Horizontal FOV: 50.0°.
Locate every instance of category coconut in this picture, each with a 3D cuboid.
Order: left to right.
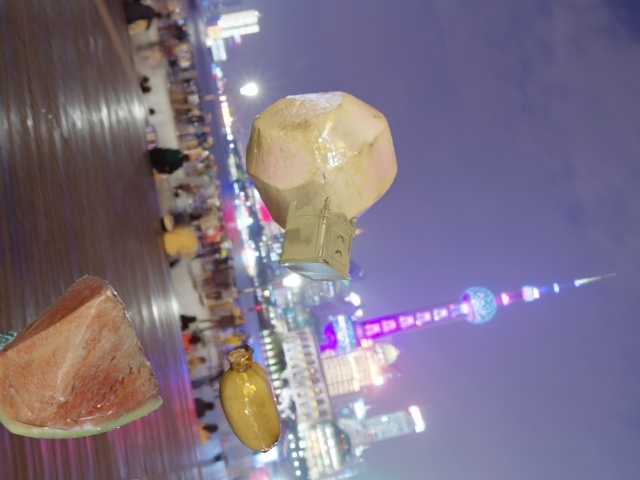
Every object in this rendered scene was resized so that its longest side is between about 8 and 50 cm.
[{"bbox_3d":[0.009,-0.110,1.039,0.197,0.237,0.236,38,-36,50],"label":"coconut"}]

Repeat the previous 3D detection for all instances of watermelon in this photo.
[{"bbox_3d":[-0.420,0.157,1.141,0.250,0.283,0.292,27,-64,29],"label":"watermelon"}]

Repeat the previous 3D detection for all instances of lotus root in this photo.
[{"bbox_3d":[-0.181,0.411,1.739,0.146,0.131,0.303,-93,169,-69],"label":"lotus root"}]

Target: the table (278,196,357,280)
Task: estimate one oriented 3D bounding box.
[{"bbox_3d":[0.000,0.000,0.843,0.079,0.062,0.083,34,58,-53],"label":"table"}]

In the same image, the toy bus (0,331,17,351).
[{"bbox_3d":[-0.586,0.256,1.304,0.256,0.147,0.128,71,32,-64],"label":"toy bus"}]

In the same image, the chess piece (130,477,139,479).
[{"bbox_3d":[-0.326,0.494,1.002,0.137,0.301,0.137,36,-23,19],"label":"chess piece"}]
